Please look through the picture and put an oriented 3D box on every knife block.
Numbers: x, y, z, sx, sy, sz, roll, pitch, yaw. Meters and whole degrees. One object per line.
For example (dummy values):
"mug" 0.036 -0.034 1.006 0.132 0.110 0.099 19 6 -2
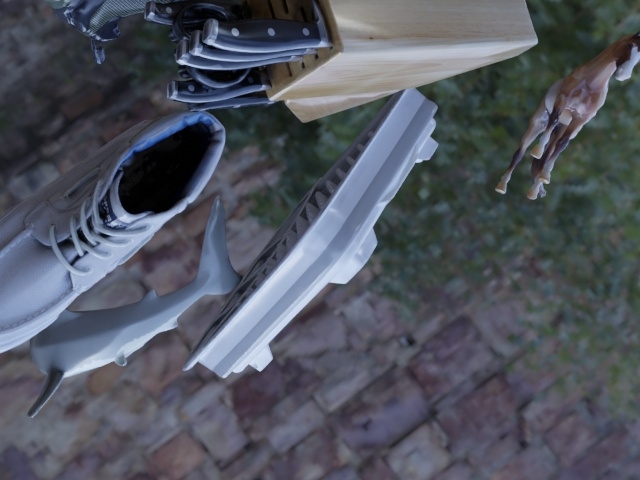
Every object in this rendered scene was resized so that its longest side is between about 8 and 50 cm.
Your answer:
"knife block" 0.018 -0.168 0.984 0.276 0.088 0.242 -17 173 6

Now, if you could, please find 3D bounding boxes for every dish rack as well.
"dish rack" 0.000 0.000 1.368 0.333 0.072 0.285 -48 -175 49

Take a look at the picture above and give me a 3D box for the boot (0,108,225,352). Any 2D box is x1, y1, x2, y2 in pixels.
"boot" -0.184 -0.015 1.037 0.258 0.095 0.123 -48 -167 -24

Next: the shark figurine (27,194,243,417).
"shark figurine" -0.210 0.062 1.258 0.278 0.116 0.166 -24 -164 29

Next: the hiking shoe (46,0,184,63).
"hiking shoe" -0.111 -0.235 1.027 0.227 0.086 0.114 -32 135 7

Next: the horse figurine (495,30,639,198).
"horse figurine" 0.272 -0.133 1.490 0.174 0.066 0.263 -58 176 -12
